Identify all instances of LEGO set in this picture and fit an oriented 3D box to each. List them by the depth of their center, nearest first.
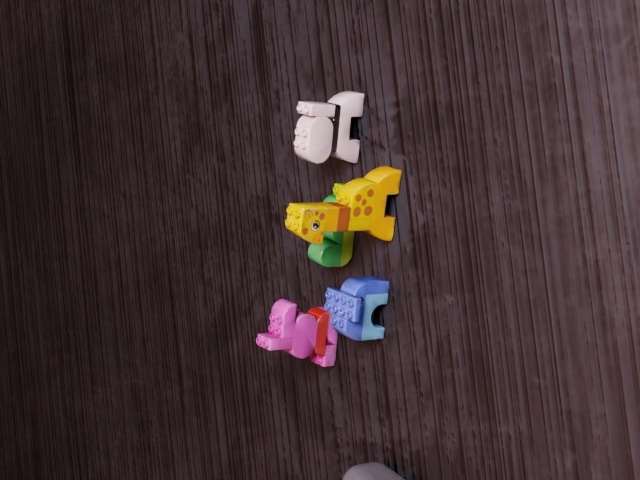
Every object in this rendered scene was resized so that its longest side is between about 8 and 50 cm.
[{"bbox_3d":[0.000,0.000,1.086,0.087,0.093,0.227,20,108,51],"label":"LEGO set"}]

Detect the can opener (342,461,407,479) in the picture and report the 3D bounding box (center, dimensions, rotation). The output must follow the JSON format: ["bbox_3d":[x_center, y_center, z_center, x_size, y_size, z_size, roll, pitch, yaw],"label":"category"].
[{"bbox_3d":[0.093,0.244,0.987,0.280,0.093,0.074,33,119,53],"label":"can opener"}]
